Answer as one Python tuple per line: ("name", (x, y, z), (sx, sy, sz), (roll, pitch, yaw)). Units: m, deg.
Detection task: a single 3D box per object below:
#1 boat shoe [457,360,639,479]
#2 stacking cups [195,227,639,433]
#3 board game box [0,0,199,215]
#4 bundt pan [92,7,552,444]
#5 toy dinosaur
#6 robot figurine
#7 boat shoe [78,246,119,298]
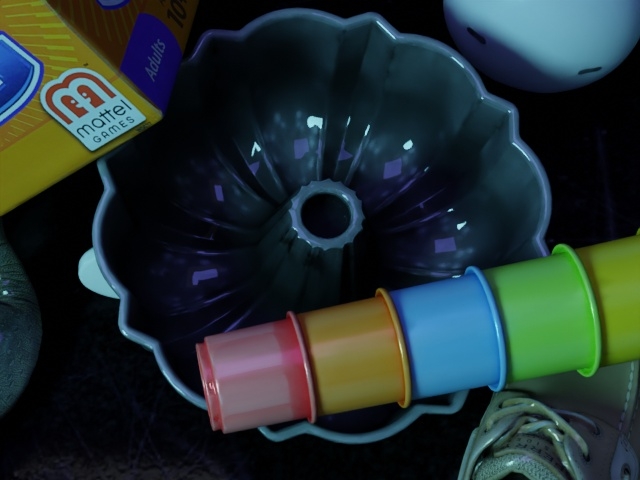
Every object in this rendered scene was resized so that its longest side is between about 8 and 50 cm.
("boat shoe", (0.155, 0.162, 0.921), (0.122, 0.110, 0.341), (10, 61, 18))
("stacking cups", (0.080, 0.070, 0.893), (0.316, 0.096, 0.096), (-14, 56, -6))
("board game box", (-0.327, -0.239, 1.023), (0.356, 0.356, 0.356), (-26, 35, 29))
("bundt pan", (0.000, 0.000, 1.014), (0.331, 0.124, 0.330), (1, 71, -4))
("toy dinosaur", (-0.291, 0.101, 1.078), (0.160, 0.121, 0.313), (26, 62, 13))
("robot figurine", (0.199, -0.254, 1.142), (0.209, 0.173, 0.278), (-8, 53, 36))
("boat shoe", (-0.106, -0.002, 1.114), (0.184, 0.066, 0.063), (-15, 46, 4))
